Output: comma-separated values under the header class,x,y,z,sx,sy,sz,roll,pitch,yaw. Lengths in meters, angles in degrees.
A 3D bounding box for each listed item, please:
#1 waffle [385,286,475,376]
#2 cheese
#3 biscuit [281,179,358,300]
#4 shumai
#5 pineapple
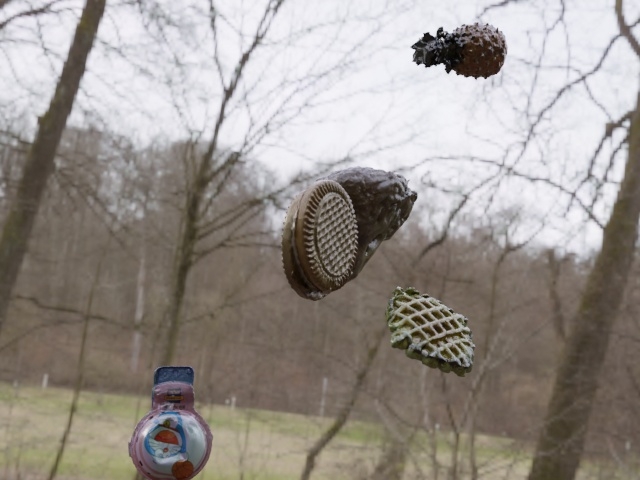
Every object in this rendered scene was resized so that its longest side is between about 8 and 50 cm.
class,x,y,z,sx,sy,sz,roll,pitch,yaw
waffle,0.224,0.185,1.928,0.214,0.208,0.054,27,-61,-14
cheese,-0.334,0.420,2.133,0.188,0.286,0.074,1,-25,-2
biscuit,0.000,0.000,2.036,0.079,0.259,0.259,-1,-14,29
shumai,0.105,-0.026,2.358,0.217,0.283,0.346,-1,-15,25
pineapple,0.356,-0.506,2.533,0.278,0.158,0.158,-5,-5,-30
